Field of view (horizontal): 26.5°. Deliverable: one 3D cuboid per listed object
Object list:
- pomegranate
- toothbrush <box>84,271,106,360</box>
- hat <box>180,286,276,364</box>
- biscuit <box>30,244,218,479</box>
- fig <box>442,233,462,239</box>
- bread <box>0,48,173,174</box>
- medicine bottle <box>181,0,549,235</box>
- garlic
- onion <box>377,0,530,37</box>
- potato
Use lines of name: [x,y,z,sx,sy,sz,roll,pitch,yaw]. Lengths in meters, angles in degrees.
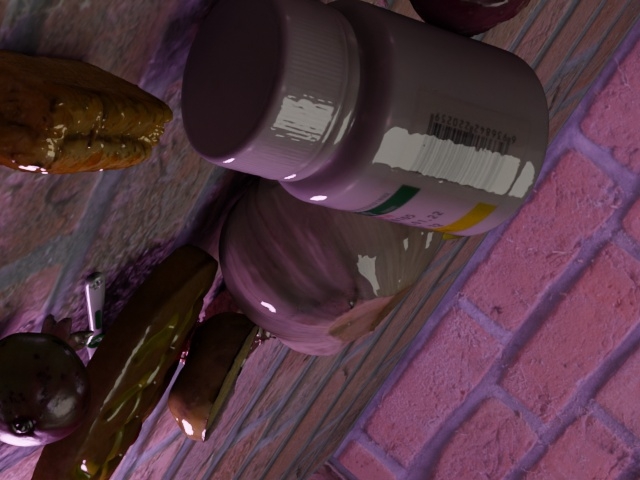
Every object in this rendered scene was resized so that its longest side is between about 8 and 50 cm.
pomegranate: [-0.305,0.156,1.481,0.129,0.129,0.159,-54,175,18]
toothbrush: [-0.278,0.114,1.669,0.030,0.030,0.304,-43,163,-27]
hat: [-0.115,0.122,2.043,0.286,0.107,0.237,-37,153,-59]
biscuit: [-0.237,0.183,1.754,0.394,0.070,0.350,-62,173,23]
fig: [0.203,-0.142,2.251,0.206,0.206,0.275,-40,145,-37]
bread: [-0.209,-0.100,1.101,0.211,0.114,0.083,-11,124,-69]
medicine bottle: [0.046,-0.130,1.374,0.339,0.208,0.208,11,125,-37]
garlic: [0.000,0.000,1.783,0.317,0.259,0.317,-21,161,-8]
onion: [0.149,-0.319,1.429,0.200,0.200,0.207,-19,123,-66]
potato: [-0.151,0.174,1.829,0.200,0.081,0.164,-65,176,-51]
